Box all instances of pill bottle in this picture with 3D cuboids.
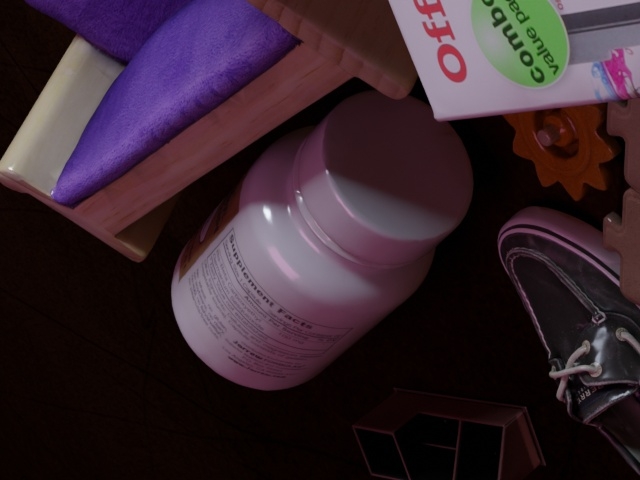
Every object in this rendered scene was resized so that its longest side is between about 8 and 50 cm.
[{"bbox_3d":[0.000,0.000,1.109,0.131,0.131,0.229,53,146,5],"label":"pill bottle"}]

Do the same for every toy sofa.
[{"bbox_3d":[-0.081,-0.131,1.032,0.177,0.150,0.362,34,150,-18],"label":"toy sofa"}]

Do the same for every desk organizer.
[{"bbox_3d":[0.086,0.140,1.189,0.130,0.050,0.047,3,120,50],"label":"desk organizer"}]

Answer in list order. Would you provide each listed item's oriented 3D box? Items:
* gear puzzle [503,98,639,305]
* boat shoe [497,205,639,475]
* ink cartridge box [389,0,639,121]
[{"bbox_3d":[0.228,-0.007,0.909,0.339,0.044,0.175,30,140,37],"label":"gear puzzle"},{"bbox_3d":[0.175,0.073,1.008,0.219,0.070,0.078,48,145,12],"label":"boat shoe"},{"bbox_3d":[0.163,-0.183,0.696,0.270,0.197,0.198,-4,115,52],"label":"ink cartridge box"}]
